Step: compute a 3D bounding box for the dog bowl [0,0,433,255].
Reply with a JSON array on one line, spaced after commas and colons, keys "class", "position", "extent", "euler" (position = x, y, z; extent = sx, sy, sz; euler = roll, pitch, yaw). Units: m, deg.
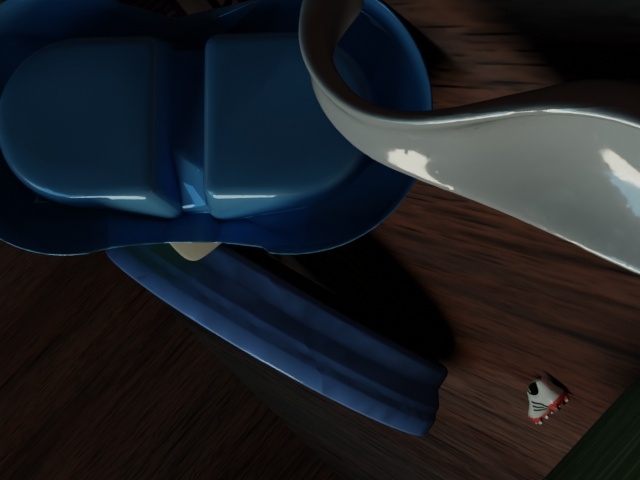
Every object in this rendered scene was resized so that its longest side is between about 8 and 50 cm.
[{"class": "dog bowl", "position": [-0.079, -0.071, 0.665], "extent": [0.297, 0.166, 0.074], "euler": [-1, 175, 6]}]

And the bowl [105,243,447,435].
[{"class": "bowl", "position": [-0.038, 0.074, 1.143], "extent": [0.391, 0.077, 0.391], "euler": [30, 180, 0]}]

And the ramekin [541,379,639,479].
[{"class": "ramekin", "position": [0.293, 0.232, 0.748], "extent": [0.303, 0.148, 0.303], "euler": [40, 167, 11]}]

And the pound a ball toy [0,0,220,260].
[{"class": "pound a ball toy", "position": [-0.185, -0.159, 0.933], "extent": [0.208, 0.135, 0.319], "euler": [44, 173, 49]}]

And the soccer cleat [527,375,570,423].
[{"class": "soccer cleat", "position": [0.206, 0.147, 0.999], "extent": [0.035, 0.029, 0.083], "euler": [48, 165, 12]}]

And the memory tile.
[{"class": "memory tile", "position": [0.000, 0.000, 1.147], "extent": [0.113, 0.012, 0.148], "euler": [32, 163, 36]}]

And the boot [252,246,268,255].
[{"class": "boot", "position": [-0.178, -0.012, 1.434], "extent": [0.262, 0.095, 0.203], "euler": [47, 165, -15]}]

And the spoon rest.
[{"class": "spoon rest", "position": [0.093, -0.053, 0.534], "extent": [0.276, 0.084, 0.137], "euler": [33, 164, 26]}]

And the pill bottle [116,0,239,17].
[{"class": "pill bottle", "position": [-0.124, -0.167, 0.756], "extent": [0.193, 0.108, 0.108], "euler": [50, 165, -30]}]
